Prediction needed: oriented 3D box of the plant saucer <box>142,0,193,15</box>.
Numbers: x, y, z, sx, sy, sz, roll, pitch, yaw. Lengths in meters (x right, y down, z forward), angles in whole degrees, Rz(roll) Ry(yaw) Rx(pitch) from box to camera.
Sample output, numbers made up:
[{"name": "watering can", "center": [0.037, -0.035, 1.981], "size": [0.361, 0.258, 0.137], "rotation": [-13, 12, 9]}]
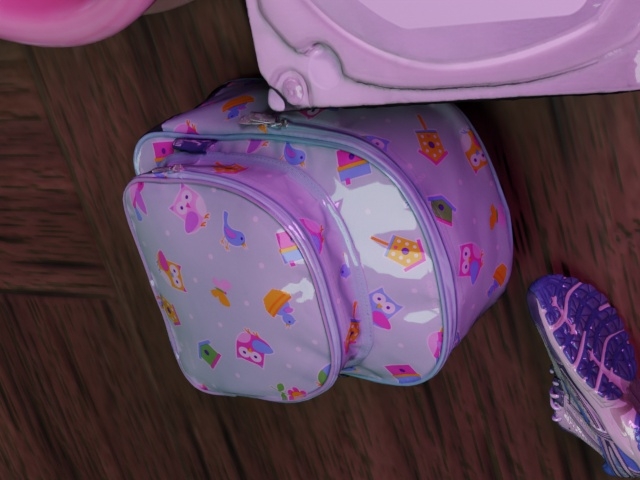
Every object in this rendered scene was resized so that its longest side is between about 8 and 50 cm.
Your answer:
[{"name": "plant saucer", "center": [-0.129, -0.248, 0.868], "size": [0.278, 0.041, 0.278], "rotation": [18, 131, 23]}]

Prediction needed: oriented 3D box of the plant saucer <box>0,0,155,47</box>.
[{"name": "plant saucer", "center": [-0.179, -0.243, 0.777], "size": [0.332, 0.084, 0.332], "rotation": [28, 147, 20]}]

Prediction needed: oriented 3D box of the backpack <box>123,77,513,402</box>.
[{"name": "backpack", "center": [0.000, 0.000, 0.894], "size": [0.188, 0.144, 0.166], "rotation": [-2, 115, 31]}]

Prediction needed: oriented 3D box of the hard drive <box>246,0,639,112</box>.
[{"name": "hard drive", "center": [0.048, -0.224, 0.673], "size": [0.237, 0.064, 0.339], "rotation": [2, 106, 41]}]

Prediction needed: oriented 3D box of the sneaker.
[{"name": "sneaker", "center": [0.144, 0.080, 0.919], "size": [0.058, 0.052, 0.135], "rotation": [-20, 108, 46]}]
